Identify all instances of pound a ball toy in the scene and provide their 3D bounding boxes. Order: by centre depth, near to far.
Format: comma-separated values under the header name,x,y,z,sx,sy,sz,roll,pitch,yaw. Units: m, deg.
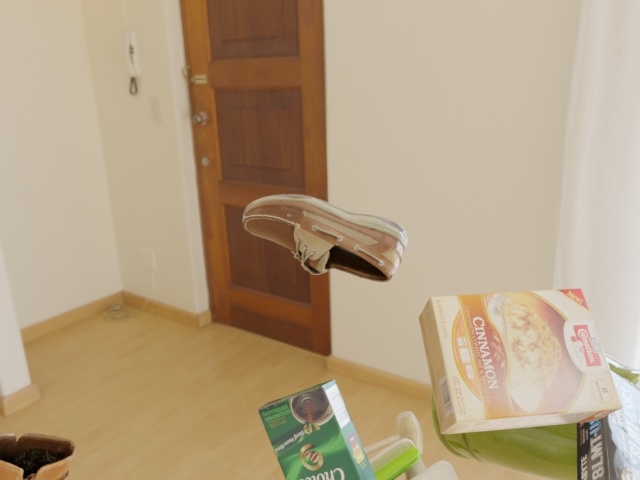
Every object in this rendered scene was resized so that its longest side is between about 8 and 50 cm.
name,x,y,z,sx,sy,sz,roll,pitch,yaw
pound a ball toy,0.086,0.429,0.874,0.319,0.136,0.208,-26,7,-20

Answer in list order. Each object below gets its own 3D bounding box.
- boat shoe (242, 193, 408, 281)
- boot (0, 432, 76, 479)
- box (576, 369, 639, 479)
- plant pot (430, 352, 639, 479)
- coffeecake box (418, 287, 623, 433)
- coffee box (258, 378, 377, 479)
name,x,y,z,sx,sy,sz,roll,pitch,yaw
boat shoe,0.000,0.000,1.047,0.324,0.123,0.116,11,59,9
boot,-0.449,0.340,0.655,0.283,0.220,0.109,15,21,-43
box,0.503,0.345,0.762,0.293,0.073,0.295,31,29,9
plant pot,0.491,0.348,1.166,0.366,0.367,0.353,-15,14,-35
coffeecake box,0.221,0.136,0.632,0.185,0.068,0.142,-3,60,-6
coffee box,0.002,0.287,0.721,0.113,0.184,0.040,-26,-8,25
